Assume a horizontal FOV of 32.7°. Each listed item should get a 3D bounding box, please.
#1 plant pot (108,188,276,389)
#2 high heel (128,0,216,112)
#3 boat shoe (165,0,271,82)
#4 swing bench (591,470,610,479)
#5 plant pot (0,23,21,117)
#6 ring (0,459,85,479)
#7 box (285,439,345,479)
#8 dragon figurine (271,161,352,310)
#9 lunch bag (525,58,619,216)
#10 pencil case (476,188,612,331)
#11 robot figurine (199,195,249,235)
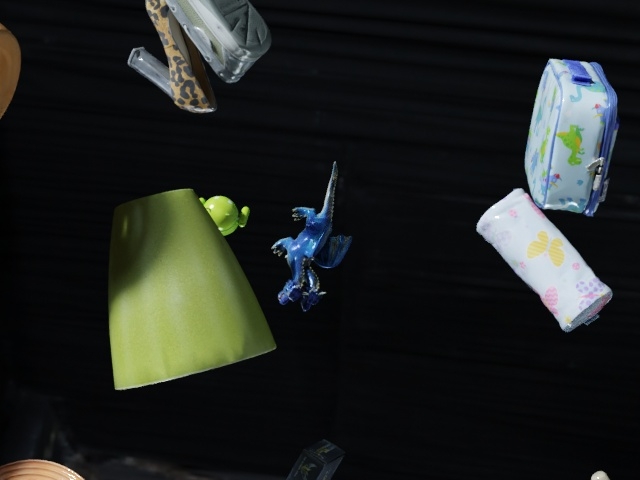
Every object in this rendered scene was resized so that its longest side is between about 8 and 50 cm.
[{"bbox_3d":[-0.241,0.071,1.821,0.275,0.274,0.293,17,-121,-86],"label":"plant pot"},{"bbox_3d":[-0.216,-0.354,1.874,0.093,0.186,0.261,-38,-20,-53],"label":"high heel"},{"bbox_3d":[-0.207,-0.391,1.685,0.103,0.320,0.118,-41,-1,42],"label":"boat shoe"},{"bbox_3d":[0.478,0.317,1.277,0.253,0.165,0.255,-36,-68,-40],"label":"swing bench"},{"bbox_3d":[-0.593,-0.263,1.639,0.291,0.203,0.291,-60,-9,-16],"label":"plant pot"},{"bbox_3d":[-0.432,0.488,1.577,0.032,0.336,0.337,41,-127,-62],"label":"ring"},{"bbox_3d":[-0.046,0.513,2.159,0.233,0.059,0.183,-61,-14,2],"label":"box"},{"bbox_3d":[0.000,0.000,2.117,0.085,0.144,0.289,38,-95,-43],"label":"dragon figurine"},{"bbox_3d":[0.328,-0.143,1.433,0.219,0.090,0.176,-77,-7,-68],"label":"lunch bag"},{"bbox_3d":[0.403,0.036,1.977,0.273,0.113,0.124,51,167,20],"label":"pencil case"},{"bbox_3d":[-0.186,-0.046,2.036,0.115,0.101,0.067,83,-159,-83],"label":"robot figurine"}]
